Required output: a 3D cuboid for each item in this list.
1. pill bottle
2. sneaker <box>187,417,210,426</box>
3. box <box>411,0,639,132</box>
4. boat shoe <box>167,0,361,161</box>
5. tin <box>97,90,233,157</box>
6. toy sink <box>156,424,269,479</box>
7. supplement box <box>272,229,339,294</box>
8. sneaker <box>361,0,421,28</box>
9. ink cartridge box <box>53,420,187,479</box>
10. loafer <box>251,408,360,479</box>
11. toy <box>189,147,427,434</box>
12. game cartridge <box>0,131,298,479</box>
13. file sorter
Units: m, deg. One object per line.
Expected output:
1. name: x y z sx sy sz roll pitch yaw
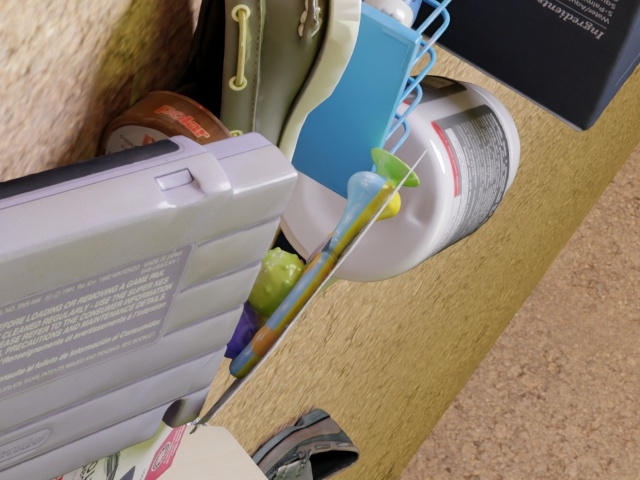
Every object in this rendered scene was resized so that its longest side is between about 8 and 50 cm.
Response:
1. pill bottle: 0.079 -0.064 1.561 0.161 0.161 0.283 -61 166 19
2. sneaker: -0.126 0.222 1.687 0.095 0.090 0.235 -64 170 -9
3. box: 0.246 -0.341 1.399 0.293 0.212 0.395 -49 164 -32
4. boat shoe: -0.062 -0.087 1.158 0.305 0.091 0.109 118 -32 -49
5. tin: -0.103 -0.014 1.143 0.040 0.106 0.189 -46 162 -41
6. toy sink: -0.159 0.284 1.497 0.153 0.131 0.234 6 118 -41
7. supplement box: 0.000 0.000 1.659 0.083 0.056 0.083 -34 154 -59
8. sneaker: 0.051 -0.185 1.398 0.152 0.058 0.084 120 -5 -69
9. ink cartridge box: -0.183 0.137 1.222 0.237 0.100 0.172 -40 158 -51
10. loafer: -0.027 0.285 2.177 0.096 0.084 0.267 -63 166 24
11. toy: -0.025 0.026 1.215 0.237 0.056 0.137 -47 179 -14
12. game cartridge: -0.182 0.063 0.974 0.355 0.068 0.230 -19 139 -43
13. file sorter: 0.021 -0.138 1.282 0.104 0.118 0.170 -51 166 -40
